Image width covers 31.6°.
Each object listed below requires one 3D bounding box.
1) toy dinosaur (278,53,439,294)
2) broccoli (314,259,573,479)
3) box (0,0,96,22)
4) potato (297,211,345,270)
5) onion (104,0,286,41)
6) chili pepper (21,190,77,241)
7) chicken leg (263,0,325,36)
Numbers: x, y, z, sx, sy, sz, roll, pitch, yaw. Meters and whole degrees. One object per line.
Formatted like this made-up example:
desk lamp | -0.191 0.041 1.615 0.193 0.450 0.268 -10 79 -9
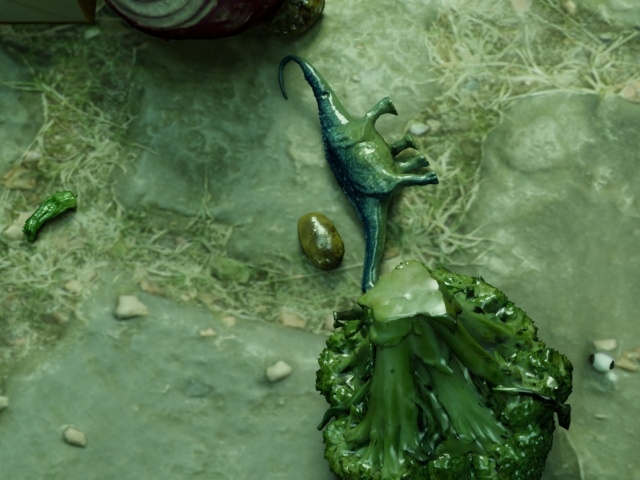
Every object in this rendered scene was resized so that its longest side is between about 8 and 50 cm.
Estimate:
toy dinosaur | 0.061 -0.108 1.484 0.147 0.076 0.363 -24 75 6
broccoli | 0.118 0.150 1.281 0.304 0.283 0.321 -32 43 -8
box | -0.455 -0.450 1.532 0.259 0.283 0.214 -1 72 4
potato | 0.000 0.000 1.468 0.051 0.040 0.083 -29 71 -7
onion | -0.151 -0.411 1.485 0.336 0.282 0.260 43 34 24
chili pepper | -0.364 -0.037 1.514 0.091 0.030 0.034 -38 97 -7
chicken leg | -0.030 -0.372 1.597 0.085 0.069 0.198 -4 61 28
